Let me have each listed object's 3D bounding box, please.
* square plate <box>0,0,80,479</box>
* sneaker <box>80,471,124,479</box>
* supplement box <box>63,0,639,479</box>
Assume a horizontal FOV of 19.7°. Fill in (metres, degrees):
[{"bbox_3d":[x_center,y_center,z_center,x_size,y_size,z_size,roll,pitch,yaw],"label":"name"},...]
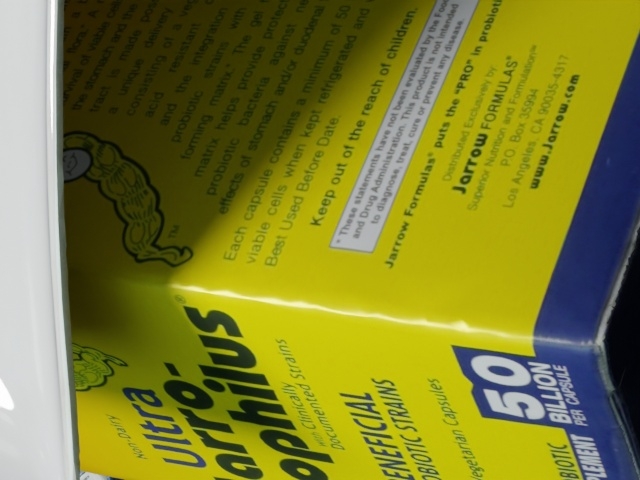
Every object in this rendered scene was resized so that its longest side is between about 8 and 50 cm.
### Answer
[{"bbox_3d":[-0.236,-0.080,0.754,0.347,0.049,0.344,13,113,24],"label":"square plate"},{"bbox_3d":[-0.157,0.139,1.303,0.081,0.080,0.211,24,152,35],"label":"sneaker"},{"bbox_3d":[0.000,0.000,0.841,0.357,0.195,0.194,7,146,26],"label":"supplement box"}]
